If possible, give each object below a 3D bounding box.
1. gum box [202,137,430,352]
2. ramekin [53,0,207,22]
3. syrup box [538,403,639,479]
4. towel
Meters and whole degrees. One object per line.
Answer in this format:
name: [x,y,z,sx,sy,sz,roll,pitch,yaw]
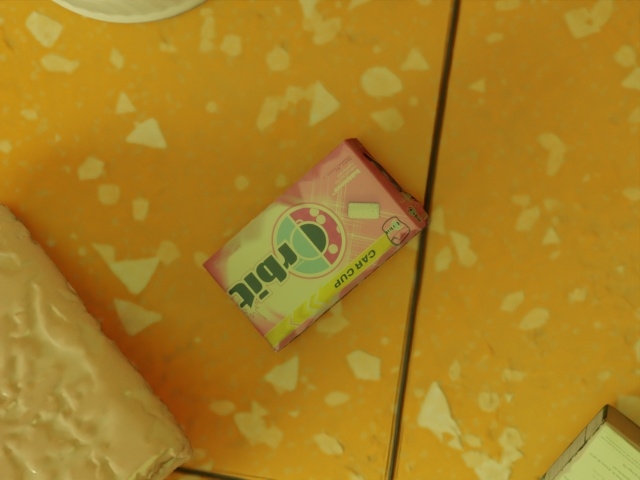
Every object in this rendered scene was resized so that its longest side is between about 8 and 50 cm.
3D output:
gum box: [0.000,0.000,1.709,0.188,0.062,0.107,-41,87,11]
ramekin: [-0.189,-0.332,1.683,0.273,0.127,0.272,1,95,11]
syrup box: [0.217,0.269,1.678,0.096,0.093,0.237,39,100,5]
towel: [-0.321,0.175,1.705,0.317,0.053,0.332,-42,63,0]
